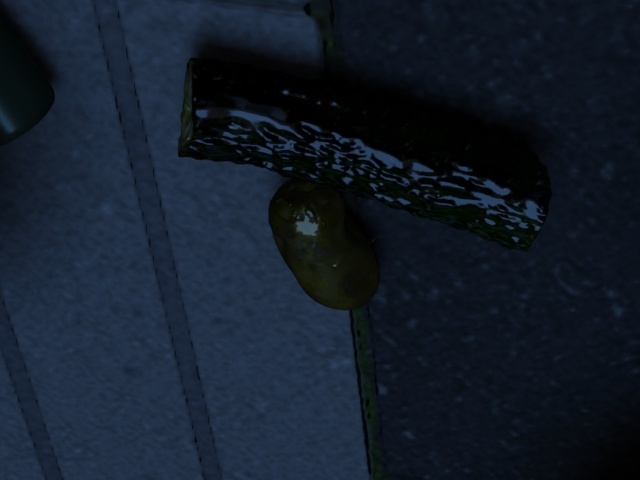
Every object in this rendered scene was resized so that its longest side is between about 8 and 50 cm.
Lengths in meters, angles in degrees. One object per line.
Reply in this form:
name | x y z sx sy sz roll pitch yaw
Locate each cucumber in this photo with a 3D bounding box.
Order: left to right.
cucumber | 0.020 -0.045 0.676 0.187 0.058 0.058 16 130 -6

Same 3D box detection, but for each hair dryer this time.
hair dryer | -0.211 -0.076 0.706 0.150 0.047 0.071 -13 123 33

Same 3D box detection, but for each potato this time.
potato | 0.000 0.000 0.726 0.045 0.046 0.092 -42 132 -12
